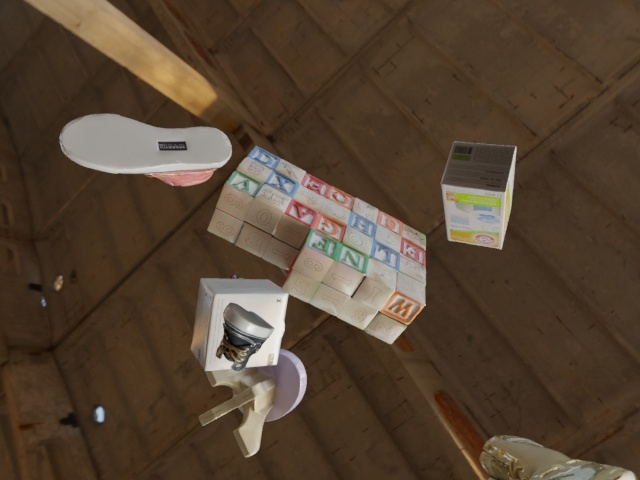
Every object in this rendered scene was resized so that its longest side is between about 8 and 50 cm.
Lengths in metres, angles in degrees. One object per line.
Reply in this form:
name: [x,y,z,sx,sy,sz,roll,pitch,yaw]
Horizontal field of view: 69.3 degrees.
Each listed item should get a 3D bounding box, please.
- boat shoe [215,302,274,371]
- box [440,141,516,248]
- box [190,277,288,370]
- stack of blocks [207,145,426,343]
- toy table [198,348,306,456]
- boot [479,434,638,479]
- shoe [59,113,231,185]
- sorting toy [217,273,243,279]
boat shoe: [-0.114,0.144,0.656,0.065,0.183,0.083,34,-100,11]
box: [0.306,-0.082,0.894,0.114,0.203,0.103,11,-116,24]
box: [-0.189,0.189,1.074,0.119,0.182,0.180,22,-75,57]
stack of blocks: [0.000,0.000,0.660,0.297,0.171,0.087,27,-55,-5]
toy table: [-0.181,0.390,1.176,0.252,0.161,0.274,51,-56,20]
boot: [0.308,0.374,0.703,0.203,0.262,0.095,-10,-95,64]
shoe: [-0.198,-0.095,0.531,0.081,0.178,0.063,-27,-109,57]
sorting toy: [-0.252,0.111,1.198,0.102,0.061,0.042,-31,-82,2]
